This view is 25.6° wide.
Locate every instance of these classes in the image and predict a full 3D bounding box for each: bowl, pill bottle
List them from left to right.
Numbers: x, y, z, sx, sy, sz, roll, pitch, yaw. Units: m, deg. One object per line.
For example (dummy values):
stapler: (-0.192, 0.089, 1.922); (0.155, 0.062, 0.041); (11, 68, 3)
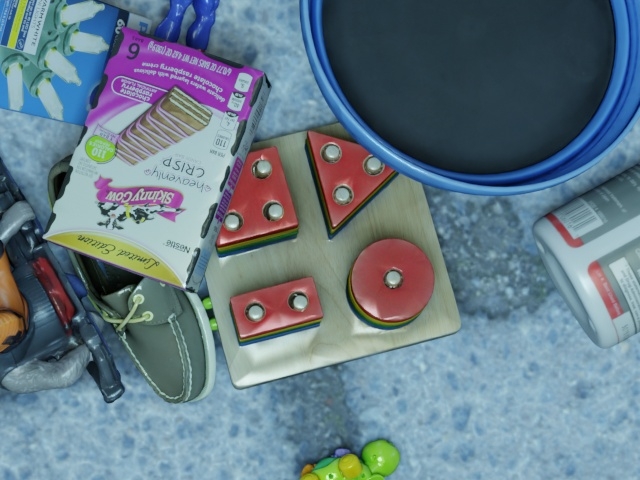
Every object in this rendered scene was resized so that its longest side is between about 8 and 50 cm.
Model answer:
bowl: (0.166, -0.234, 1.483); (0.391, 0.077, 0.391); (2, 80, -10)
pill bottle: (0.389, -0.017, 1.523); (0.283, 0.161, 0.161); (-29, 96, 1)

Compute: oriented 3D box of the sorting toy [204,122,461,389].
sorting toy: (0.000, 0.000, 1.497); (0.255, 0.089, 0.257); (-14, 78, -7)

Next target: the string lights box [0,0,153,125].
string lights box: (-0.293, -0.197, 1.431); (0.077, 0.260, 0.133); (20, 96, 30)

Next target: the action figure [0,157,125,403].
action figure: (-0.357, 0.035, 1.445); (0.178, 0.330, 0.341); (-31, 65, -4)

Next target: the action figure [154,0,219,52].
action figure: (-0.108, -0.286, 1.490); (0.091, 0.139, 0.280); (-1, 96, -46)

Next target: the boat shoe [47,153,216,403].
boat shoe: (-0.209, 0.046, 1.525); (0.109, 0.091, 0.305); (-20, 95, 30)

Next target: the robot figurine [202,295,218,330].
robot figurine: (-0.072, 0.068, 1.560); (0.115, 0.067, 0.101); (-13, 88, -1)

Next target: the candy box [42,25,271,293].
candy box: (-0.164, -0.081, 1.428); (0.159, 0.071, 0.233); (18, 86, 7)

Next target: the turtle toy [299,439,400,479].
turtle toy: (0.032, 0.271, 1.586); (0.130, 0.066, 0.095); (-26, 120, -2)
